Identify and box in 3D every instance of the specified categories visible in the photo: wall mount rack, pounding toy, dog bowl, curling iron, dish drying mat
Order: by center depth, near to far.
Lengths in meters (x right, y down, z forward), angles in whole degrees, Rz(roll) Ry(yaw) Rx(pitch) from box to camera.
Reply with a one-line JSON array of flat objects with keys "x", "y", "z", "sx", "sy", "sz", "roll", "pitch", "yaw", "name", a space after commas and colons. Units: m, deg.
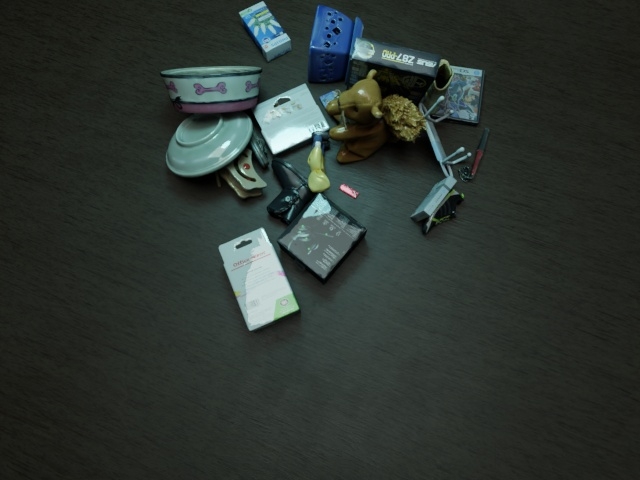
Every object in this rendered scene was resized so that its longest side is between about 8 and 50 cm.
[{"x": 0.496, "y": -0.420, "z": 1.671, "sx": 0.130, "sy": 0.304, "sz": 0.350, "roll": -23, "pitch": 86, "yaw": 28, "name": "wall mount rack"}, {"x": -0.442, "y": -0.632, "z": 1.752, "sx": 0.408, "sy": 0.408, "sz": 0.150, "roll": -1, "pitch": 116, "yaw": 2, "name": "dog bowl"}, {"x": 0.122, "y": -0.211, "z": 1.788, "sx": 0.083, "sy": 0.008, "sz": 0.032, "roll": 33, "pitch": 79, "yaw": 10, "name": "dish drying mat"}, {"x": -0.350, "y": -0.288, "z": 1.794, "sx": 0.269, "sy": 0.155, "sz": 0.154, "roll": 49, "pitch": 53, "yaw": 4, "name": "pounding toy"}, {"x": 0.666, "y": -0.373, "z": 1.802, "sx": 0.068, "sy": 0.035, "sz": 0.274, "roll": 28, "pitch": 77, "yaw": 9, "name": "curling iron"}]

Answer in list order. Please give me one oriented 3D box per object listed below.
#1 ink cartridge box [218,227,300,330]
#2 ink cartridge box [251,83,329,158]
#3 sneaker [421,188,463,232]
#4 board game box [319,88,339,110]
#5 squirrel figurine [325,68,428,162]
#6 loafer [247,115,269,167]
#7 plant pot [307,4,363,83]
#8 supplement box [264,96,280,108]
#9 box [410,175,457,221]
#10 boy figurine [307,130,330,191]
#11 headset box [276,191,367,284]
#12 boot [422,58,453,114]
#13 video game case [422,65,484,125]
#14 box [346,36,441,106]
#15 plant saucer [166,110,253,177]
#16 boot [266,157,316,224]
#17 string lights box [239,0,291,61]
[{"x": -0.238, "y": 0.153, "z": 1.640, "sx": 0.207, "sy": 0.119, "sz": 0.353, "roll": -23, "pitch": 76, "yaw": -4, "name": "ink cartridge box"}, {"x": -0.133, "y": -0.523, "z": 1.845, "sx": 0.275, "sy": 0.060, "sz": 0.239, "roll": -26, "pitch": 80, "yaw": -6, "name": "ink cartridge box"}, {"x": 0.505, "y": -0.113, "z": 1.709, "sx": 0.097, "sy": 0.084, "sz": 0.235, "roll": 36, "pitch": 78, "yaw": 9, "name": "sneaker"}, {"x": 0.054, "y": -0.626, "z": 1.900, "sx": 0.090, "sy": 0.020, "sz": 0.090, "roll": -27, "pitch": 77, "yaw": -5, "name": "board game box"}, {"x": 0.219, "y": -0.510, "z": 1.676, "sx": 0.397, "sy": 0.370, "sz": 0.281, "roll": -1, "pitch": 78, "yaw": -1, "name": "squirrel figurine"}, {"x": -0.282, "y": -0.436, "z": 1.823, "sx": 0.084, "sy": 0.096, "sz": 0.267, "roll": -29, "pitch": 73, "yaw": -12, "name": "loafer"}, {"x": 0.067, "y": -0.846, "z": 1.858, "sx": 0.212, "sy": 0.236, "sz": 0.236, "roll": 10, "pitch": 74, "yaw": -2, "name": "plant pot"}, {"x": -0.206, "y": -0.583, "z": 1.887, "sx": 0.062, "sy": 0.036, "sz": 0.098, "roll": -28, "pitch": 76, "yaw": -5, "name": "supplement box"}, {"x": 0.452, "y": -0.165, "z": 1.692, "sx": 0.038, "sy": 0.145, "sz": 0.186, "roll": 41, "pitch": 78, "yaw": -2, "name": "box"}, {"x": -0.005, "y": -0.323, "z": 1.727, "sx": 0.092, "sy": 0.177, "sz": 0.285, "roll": -2, "pitch": 55, "yaw": 3, "name": "boy figurine"}, {"x": 0.000, "y": 0.000, "z": 1.669, "sx": 0.246, "sy": 0.131, "sz": 0.283, "roll": 38, "pitch": 79, "yaw": 11, "name": "headset box"}, {"x": 0.507, "y": -0.692, "z": 1.772, "sx": 0.095, "sy": 0.203, "sz": 0.262, "roll": 20, "pitch": 78, "yaw": 6, "name": "boot"}, {"x": 0.594, "y": -0.657, "z": 1.884, "sx": 0.248, "sy": 0.035, "sz": 0.275, "roll": 11, "pitch": 75, "yaw": 5, "name": "video game case"}, {"x": 0.271, "y": -0.650, "z": 1.683, "sx": 0.318, "sy": 0.395, "sz": 0.097, "roll": 16, "pitch": 90, "yaw": 0, "name": "box"}, {"x": -0.481, "y": -0.437, "z": 1.743, "sx": 0.400, "sy": 0.100, "sz": 0.400, "roll": -11, "pitch": 53, "yaw": 14, "name": "plant saucer"}, {"x": -0.159, "y": -0.203, "z": 1.749, "sx": 0.246, "sy": 0.094, "sz": 0.207, "roll": 39, "pitch": 75, "yaw": 5, "name": "boot"}, {"x": -0.259, "y": -0.982, "z": 1.980, "sx": 0.133, "sy": 0.077, "sz": 0.260, "roll": -31, "pitch": 76, "yaw": -8, "name": "string lights box"}]
